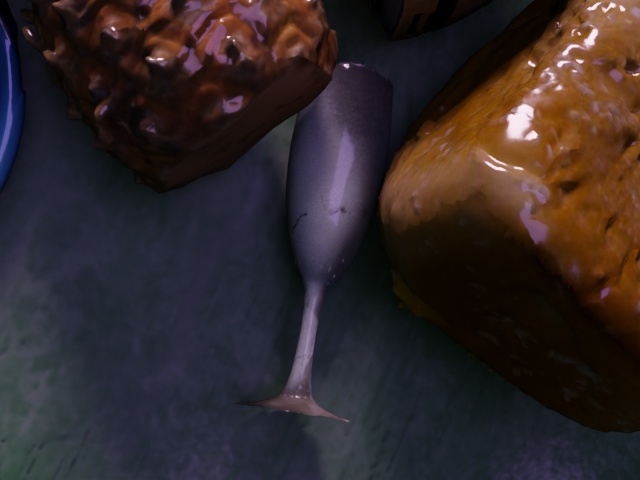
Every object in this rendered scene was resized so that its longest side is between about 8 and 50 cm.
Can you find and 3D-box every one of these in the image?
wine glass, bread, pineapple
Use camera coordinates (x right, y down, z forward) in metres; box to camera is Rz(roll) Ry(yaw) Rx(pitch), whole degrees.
[{"bbox_3d":[0.000,0.000,0.542,0.066,0.066,0.197,12,80,-16],"label":"wine glass"},{"bbox_3d":[0.155,-0.032,0.535,0.195,0.176,0.246,44,65,-11],"label":"bread"},{"bbox_3d":[-0.113,-0.184,0.491,0.170,0.141,0.310,-30,87,-49],"label":"pineapple"}]

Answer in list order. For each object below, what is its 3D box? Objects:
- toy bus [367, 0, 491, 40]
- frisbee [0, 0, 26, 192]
[{"bbox_3d":[0.057,-0.268,0.524,0.157,0.139,0.289,-16,89,0],"label":"toy bus"},{"bbox_3d":[-0.271,-0.076,0.468,0.242,0.045,0.242,2,84,-17],"label":"frisbee"}]
